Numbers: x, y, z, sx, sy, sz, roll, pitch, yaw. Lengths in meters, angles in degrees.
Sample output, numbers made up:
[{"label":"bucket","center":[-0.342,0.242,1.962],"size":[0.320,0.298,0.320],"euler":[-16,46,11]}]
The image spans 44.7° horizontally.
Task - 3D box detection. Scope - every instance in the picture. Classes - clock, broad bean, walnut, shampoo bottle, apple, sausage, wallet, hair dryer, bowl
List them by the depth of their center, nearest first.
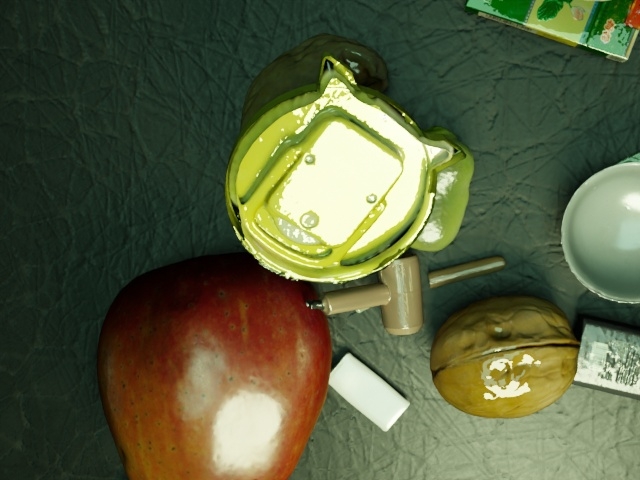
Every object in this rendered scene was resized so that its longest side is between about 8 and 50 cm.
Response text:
[{"label":"clock","center":[0.016,-0.079,1.035],"size":[0.277,0.071,0.293],"euler":[38,109,-22]},{"label":"bowl","center":[0.422,-0.013,1.068],"size":[0.189,0.086,0.189],"euler":[1,97,10]},{"label":"walnut","center":[0.253,0.161,1.075],"size":[0.207,0.167,0.167],"euler":[-13,93,10]},{"label":"shampoo bottle","center":[0.506,0.185,1.081],"size":[0.310,0.071,0.098],"euler":[13,97,8]},{"label":"walnut","center":[-0.022,-0.178,1.097],"size":[0.204,0.141,0.238],"euler":[13,95,12]},{"label":"broad bean","center":[0.153,-0.073,1.105],"size":[0.124,0.082,0.174],"euler":[21,97,4]},{"label":"hair dryer","center":[0.063,0.084,1.111],"size":[0.182,0.064,0.117],"euler":[-8,97,-25]},{"label":"sausage","center":[0.214,0.045,1.137],"size":[0.116,0.026,0.026],"euler":[-15,93,10]},{"label":"apple","center":[-0.161,0.201,1.139],"size":[0.329,0.295,0.364],"euler":[-8,81,48]},{"label":"wallet","center":[0.070,0.228,1.178],"size":[0.122,0.025,0.061],"euler":[39,102,4]}]

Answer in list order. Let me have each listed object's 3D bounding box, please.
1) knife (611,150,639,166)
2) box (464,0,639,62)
[{"label":"knife","center":[0.545,-0.150,1.068],"size":[0.293,0.020,0.043],"euler":[-23,94,11]},{"label":"box","center":[0.332,-0.346,1.073],"size":[0.235,0.034,0.132],"euler":[21,97,6]}]
